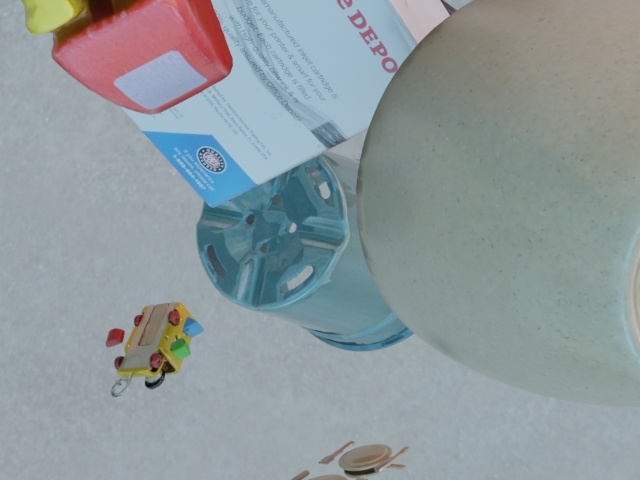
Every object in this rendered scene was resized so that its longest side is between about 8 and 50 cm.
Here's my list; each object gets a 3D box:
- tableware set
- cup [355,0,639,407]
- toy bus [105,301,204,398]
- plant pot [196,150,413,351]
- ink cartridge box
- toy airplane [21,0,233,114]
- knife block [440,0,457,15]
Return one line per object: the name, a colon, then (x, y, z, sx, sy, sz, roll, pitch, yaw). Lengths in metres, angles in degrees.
tableware set: (0.037, 0.358, 1.274, 0.194, 0.128, 0.039, -21, 100, -45)
cup: (0.216, -0.013, 0.604, 0.331, 0.237, 0.331, -4, 108, -14)
toy bus: (-0.310, 0.217, 1.641, 0.202, 0.191, 0.104, -38, 128, -5)
plant pot: (0.000, 0.000, 1.359, 0.341, 0.341, 0.334, -41, 156, 15)
ink cartridge box: (-0.051, -0.199, 0.855, 0.307, 0.129, 0.223, -24, 118, 32)
toy airplane: (-0.174, -0.230, 0.377, 0.384, 0.272, 0.386, 10, 131, -22)
knife block: (0.160, -0.481, 1.648, 0.242, 0.088, 0.275, -9, 105, 9)
